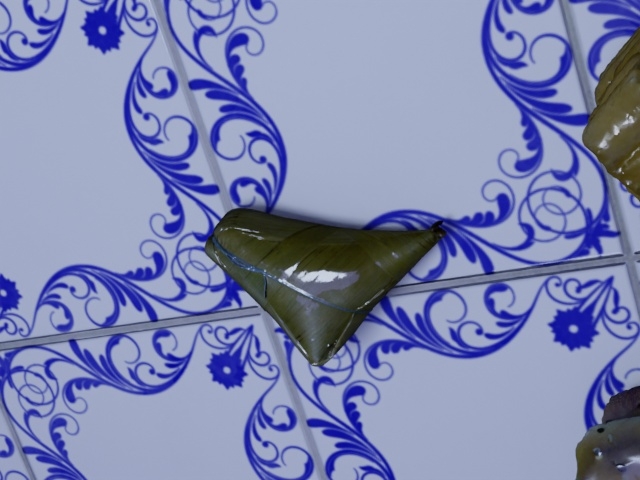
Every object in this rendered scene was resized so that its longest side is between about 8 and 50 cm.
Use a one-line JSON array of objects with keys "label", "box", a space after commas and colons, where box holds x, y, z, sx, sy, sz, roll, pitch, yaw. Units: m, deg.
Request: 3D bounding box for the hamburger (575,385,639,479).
[{"label": "hamburger", "box": [0.457, 0.322, 1.585, 0.277, 0.195, 0.318, -10, 112, 28]}]

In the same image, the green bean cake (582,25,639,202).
[{"label": "green bean cake", "box": [0.389, -0.107, 1.391, 0.230, 0.224, 0.131, 39, 122, -3]}]

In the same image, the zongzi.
[{"label": "zongzi", "box": [0.000, 0.000, 1.672, 0.228, 0.115, 0.256, 45, 116, 3]}]
